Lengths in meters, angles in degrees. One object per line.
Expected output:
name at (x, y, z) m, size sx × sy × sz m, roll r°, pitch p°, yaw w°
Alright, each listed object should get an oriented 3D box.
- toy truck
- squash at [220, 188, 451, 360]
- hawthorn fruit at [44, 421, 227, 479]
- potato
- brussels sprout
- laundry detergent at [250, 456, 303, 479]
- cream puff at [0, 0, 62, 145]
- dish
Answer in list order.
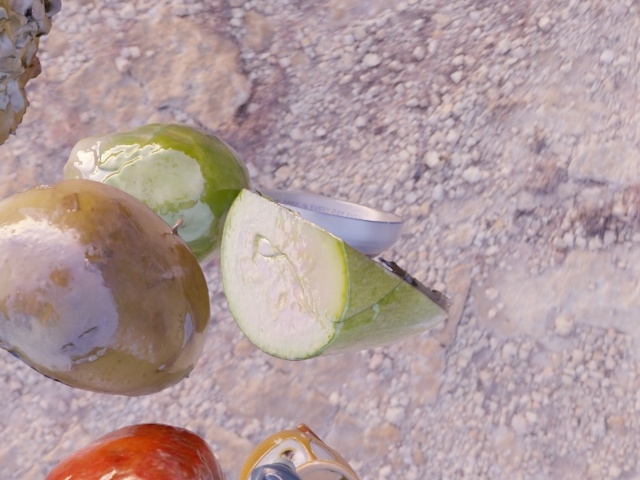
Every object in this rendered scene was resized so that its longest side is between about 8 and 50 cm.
toy truck at (-0.016, 0.490, 2.058) m, size 0.204 × 0.211 × 0.288 m, roll -45°, pitch 93°, yaw -7°
squash at (0.054, 0.043, 1.461) m, size 0.234 × 0.309 × 0.210 m, roll 27°, pitch 115°, yaw 40°
hawthorn fruit at (-0.223, 0.325, 1.196) m, size 0.272 × 0.242 × 0.241 m, roll -14°, pitch 103°, yaw 1°
potato at (-0.229, 0.038, 1.219) m, size 0.299 × 0.239 × 0.116 m, roll 29°, pitch 145°, yaw -26°
brussels sprout at (-0.287, -0.080, 2.012) m, size 0.344 × 0.344 × 0.268 m, roll 4°, pitch 98°, yaw 18°
laundry detergent at (-0.071, 0.364, 1.451) m, size 0.097 × 0.206 × 0.061 m, roll 13°, pitch 129°, yaw 9°
cream puff at (-0.268, -0.146, 0.664) m, size 0.269 × 0.154 × 0.241 m, roll -28°, pitch 123°, yaw 32°
dish at (0.000, 0.000, 1.909) m, size 0.273 × 0.273 × 0.133 m, roll 13°, pitch 99°, yaw 15°
